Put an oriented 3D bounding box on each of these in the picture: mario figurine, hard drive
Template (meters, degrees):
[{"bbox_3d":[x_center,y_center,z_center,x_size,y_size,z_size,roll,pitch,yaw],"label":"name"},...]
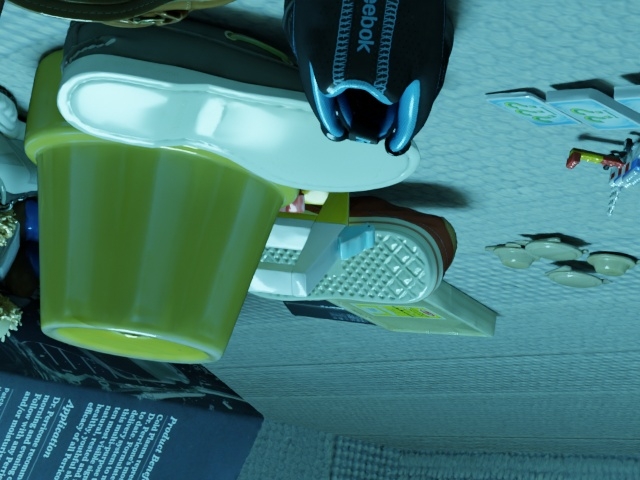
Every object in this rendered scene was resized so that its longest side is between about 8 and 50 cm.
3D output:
[{"bbox_3d":[-0.243,0.037,1.967,0.320,0.170,0.198,6,167,18],"label":"mario figurine"},{"bbox_3d":[0.018,0.099,2.396,0.135,0.022,0.094,6,168,10],"label":"hard drive"}]

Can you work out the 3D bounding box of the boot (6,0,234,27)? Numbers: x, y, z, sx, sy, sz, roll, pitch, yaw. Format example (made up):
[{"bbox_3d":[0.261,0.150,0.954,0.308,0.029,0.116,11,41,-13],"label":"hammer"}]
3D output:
[{"bbox_3d":[-0.137,-0.170,1.097,0.197,0.073,0.152,-5,179,-22],"label":"boot"}]

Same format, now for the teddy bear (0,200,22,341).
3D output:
[{"bbox_3d":[-0.440,-0.015,1.741,0.245,0.113,0.338,-20,120,30],"label":"teddy bear"}]

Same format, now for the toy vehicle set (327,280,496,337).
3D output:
[{"bbox_3d":[0.113,0.083,2.230,0.166,0.035,0.267,2,166,28],"label":"toy vehicle set"}]

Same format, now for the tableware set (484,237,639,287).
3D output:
[{"bbox_3d":[0.280,0.023,1.888,0.168,0.020,0.141,16,164,-27],"label":"tableware set"}]

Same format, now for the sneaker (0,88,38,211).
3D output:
[{"bbox_3d":[-0.319,-0.074,1.658,0.100,0.108,0.271,2,167,21],"label":"sneaker"}]

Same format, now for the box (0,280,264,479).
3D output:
[{"bbox_3d":[-0.424,0.212,2.147,0.471,0.297,0.480,19,-169,-46],"label":"box"}]

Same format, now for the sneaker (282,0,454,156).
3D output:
[{"bbox_3d":[0.025,-0.121,1.132,0.125,0.140,0.341,4,169,6],"label":"sneaker"}]

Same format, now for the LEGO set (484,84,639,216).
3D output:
[{"bbox_3d":[0.277,-0.070,1.391,0.182,0.060,0.244,2,167,45],"label":"LEGO set"}]

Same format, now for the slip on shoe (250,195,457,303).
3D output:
[{"bbox_3d":[0.000,0.000,1.780,0.331,0.123,0.101,7,-158,33],"label":"slip on shoe"}]

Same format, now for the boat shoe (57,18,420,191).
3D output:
[{"bbox_3d":[-0.060,-0.116,1.327,0.305,0.091,0.109,13,141,-20],"label":"boat shoe"}]

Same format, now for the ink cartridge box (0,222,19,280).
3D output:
[{"bbox_3d":[-0.487,-0.030,1.933,0.275,0.060,0.239,25,166,-5],"label":"ink cartridge box"}]

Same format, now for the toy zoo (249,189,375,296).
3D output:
[{"bbox_3d":[-0.089,-0.015,1.655,0.293,0.030,0.192,6,-149,12],"label":"toy zoo"}]

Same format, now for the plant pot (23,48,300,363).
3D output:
[{"bbox_3d":[-0.148,-0.022,1.470,0.254,0.239,0.254,8,167,2],"label":"plant pot"}]

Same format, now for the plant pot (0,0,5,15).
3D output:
[{"bbox_3d":[-0.272,-0.169,1.063,0.167,0.165,0.167,8,167,2],"label":"plant pot"}]
